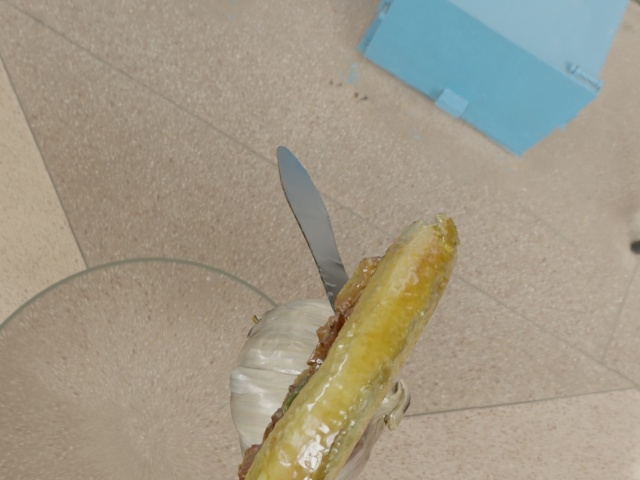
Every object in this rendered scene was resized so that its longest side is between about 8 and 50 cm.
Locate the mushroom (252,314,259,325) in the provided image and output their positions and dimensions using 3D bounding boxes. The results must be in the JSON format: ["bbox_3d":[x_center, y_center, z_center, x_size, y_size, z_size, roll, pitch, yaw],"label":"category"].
[{"bbox_3d":[-0.085,0.264,1.211,0.028,0.026,0.286,-11,116,6],"label":"mushroom"}]

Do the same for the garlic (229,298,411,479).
[{"bbox_3d":[-0.006,0.254,0.981,0.321,0.241,0.322,-15,115,-36],"label":"garlic"}]

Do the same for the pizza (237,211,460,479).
[{"bbox_3d":[0.004,0.107,0.431,0.058,0.197,0.292,31,88,7],"label":"pizza"}]

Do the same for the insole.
[{"bbox_3d":[0.000,0.000,0.861,0.009,0.119,0.349,-33,59,19],"label":"insole"}]
